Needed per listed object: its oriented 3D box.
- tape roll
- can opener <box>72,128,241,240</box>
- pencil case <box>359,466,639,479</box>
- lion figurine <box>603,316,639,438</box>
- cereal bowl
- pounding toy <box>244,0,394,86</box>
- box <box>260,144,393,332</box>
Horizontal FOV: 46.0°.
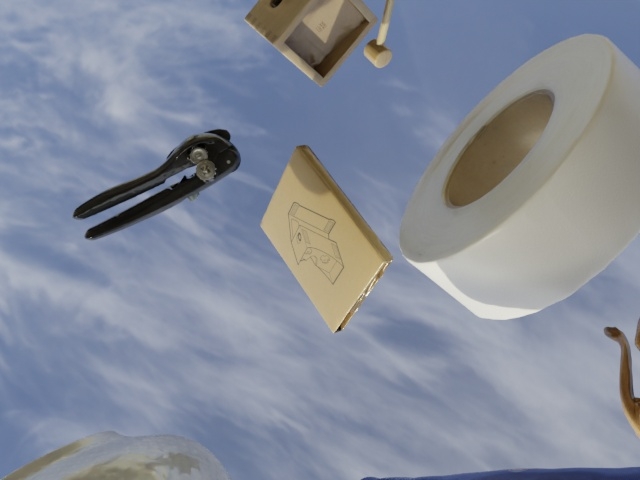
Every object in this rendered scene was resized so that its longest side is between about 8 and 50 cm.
[{"bbox_3d":[0.208,-0.064,0.753,0.286,0.100,0.286,-49,-165,17],"label":"tape roll"},{"bbox_3d":[-0.167,-0.054,0.784,0.186,0.073,0.059,-33,-81,-4],"label":"can opener"},{"bbox_3d":[0.159,0.243,0.571,0.306,0.119,0.133,-12,-125,31],"label":"pencil case"},{"bbox_3d":[0.520,0.247,0.943,0.392,0.142,0.240,15,-128,31],"label":"lion figurine"},{"bbox_3d":[-0.261,0.304,0.800,0.339,0.339,0.141,-31,-105,1],"label":"cereal bowl"},{"bbox_3d":[0.024,-0.322,1.091,0.181,0.206,0.094,-49,-125,9],"label":"pounding toy"},{"bbox_3d":[0.000,0.000,1.000,0.021,0.164,0.201,-17,-120,-38],"label":"box"}]
